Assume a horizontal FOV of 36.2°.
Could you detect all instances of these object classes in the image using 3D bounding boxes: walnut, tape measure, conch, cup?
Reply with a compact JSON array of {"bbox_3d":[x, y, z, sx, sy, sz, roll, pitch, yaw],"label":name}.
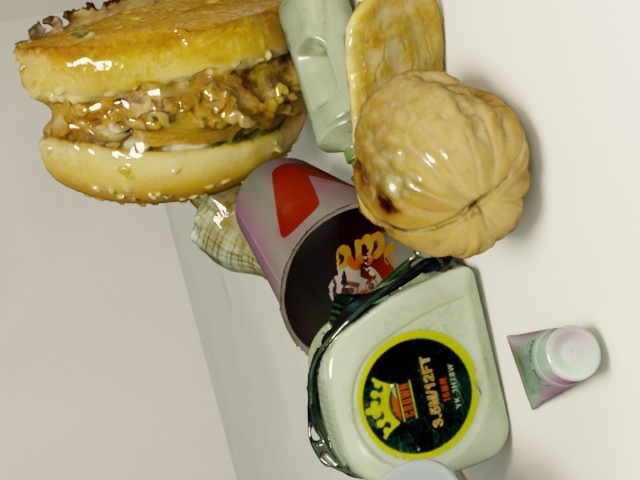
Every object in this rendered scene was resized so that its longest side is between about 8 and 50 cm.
[{"bbox_3d":[0.104,-0.072,0.872,0.184,0.156,0.155,-123,25,-51],"label":"walnut"},{"bbox_3d":[0.075,0.129,1.024,0.115,0.207,0.235,-173,69,-77],"label":"tape measure"},{"bbox_3d":[-0.075,-0.015,1.555,0.386,0.169,0.203,37,129,1],"label":"conch"},{"bbox_3d":[0.000,0.000,1.179,0.288,0.203,0.203,-137,37,-61],"label":"cup"}]

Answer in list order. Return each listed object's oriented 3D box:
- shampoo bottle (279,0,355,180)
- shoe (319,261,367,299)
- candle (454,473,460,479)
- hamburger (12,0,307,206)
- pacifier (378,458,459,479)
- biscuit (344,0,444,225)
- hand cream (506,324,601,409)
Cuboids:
[{"bbox_3d":[0.021,-0.184,1.176,0.118,0.087,0.234,122,133,-74],"label":"shampoo bottle"},{"bbox_3d":[0.069,0.116,1.251,0.245,0.095,0.137,-117,4,-56],"label":"shoe"},{"bbox_3d":[0.116,0.255,1.212,0.329,0.051,0.048,50,168,44],"label":"candle"},{"bbox_3d":[-0.149,-0.194,1.311,0.287,0.446,0.268,17,121,38],"label":"hamburger"},{"bbox_3d":[-0.007,0.294,0.860,0.299,0.233,0.244,-53,21,13],"label":"pacifier"},{"bbox_3d":[0.079,-0.129,0.963,0.029,0.119,0.247,29,132,54],"label":"biscuit"},{"bbox_3d":[0.199,0.109,0.875,0.174,0.047,0.076,104,150,-76],"label":"hand cream"}]
